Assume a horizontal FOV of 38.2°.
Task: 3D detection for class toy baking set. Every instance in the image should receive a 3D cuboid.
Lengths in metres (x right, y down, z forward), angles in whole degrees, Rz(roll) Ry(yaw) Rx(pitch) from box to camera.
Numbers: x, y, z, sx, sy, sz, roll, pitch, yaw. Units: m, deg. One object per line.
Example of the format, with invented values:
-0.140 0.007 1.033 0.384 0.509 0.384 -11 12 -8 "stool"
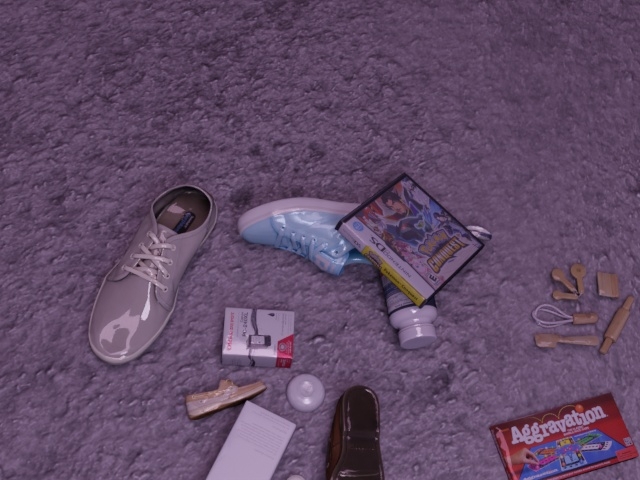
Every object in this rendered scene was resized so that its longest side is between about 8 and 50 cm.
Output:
0.585 0.164 2.076 0.196 0.030 0.256 27 64 10 "toy baking set"

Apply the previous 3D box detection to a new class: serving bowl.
-0.030 0.315 1.932 0.083 0.027 0.083 3 63 -6 "serving bowl"

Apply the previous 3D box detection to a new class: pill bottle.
0.195 0.137 2.000 0.108 0.108 0.180 -6 65 -9 "pill bottle"

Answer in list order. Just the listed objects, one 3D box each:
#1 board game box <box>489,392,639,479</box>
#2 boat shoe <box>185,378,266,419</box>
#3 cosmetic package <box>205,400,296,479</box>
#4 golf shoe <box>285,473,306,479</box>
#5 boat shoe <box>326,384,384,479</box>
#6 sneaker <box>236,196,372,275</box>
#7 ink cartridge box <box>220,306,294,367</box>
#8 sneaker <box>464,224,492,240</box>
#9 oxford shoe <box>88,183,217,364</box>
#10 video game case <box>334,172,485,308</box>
0.510 0.422 1.938 0.281 0.027 0.145 -13 65 -12 "board game box"
-0.196 0.313 1.895 0.170 0.063 0.059 -18 73 -14 "boat shoe"
-0.147 0.447 1.823 0.117 0.085 0.231 26 66 7 "cosmetic package"
-0.073 0.529 1.789 0.069 0.086 0.176 25 62 8 "golf shoe"
0.065 0.448 1.837 0.110 0.104 0.307 15 61 -8 "boat shoe"
0.000 0.000 2.031 0.366 0.135 0.150 -1 59 -6 "sneaker"
-0.133 0.205 1.954 0.150 0.063 0.109 4 63 -5 "ink cartridge box"
0.324 -0.003 2.122 0.135 0.052 0.058 5 73 5 "sneaker"
-0.358 0.053 1.971 0.169 0.130 0.449 26 65 5 "oxford shoe"
0.199 -0.008 2.003 0.248 0.035 0.275 43 44 10 "video game case"
